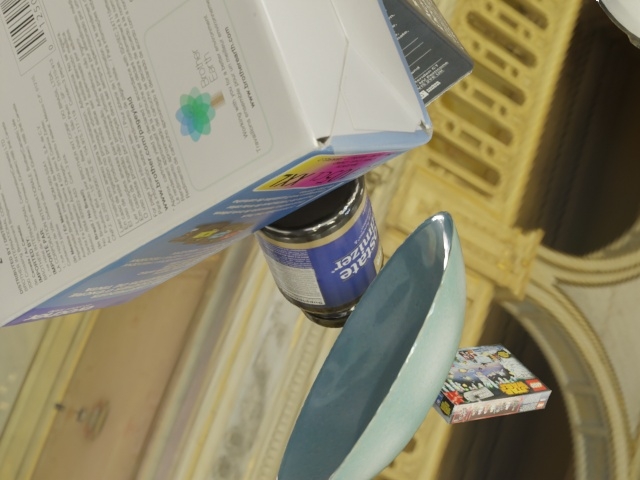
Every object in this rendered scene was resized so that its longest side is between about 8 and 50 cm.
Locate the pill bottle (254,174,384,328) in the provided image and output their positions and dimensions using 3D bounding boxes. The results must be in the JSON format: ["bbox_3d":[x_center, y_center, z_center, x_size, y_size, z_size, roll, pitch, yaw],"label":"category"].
[{"bbox_3d":[0.000,0.000,1.146,0.122,0.219,0.123,-6,-123,9],"label":"pill bottle"}]

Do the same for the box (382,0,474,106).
[{"bbox_3d":[-0.034,-0.315,1.329,0.212,0.395,0.294,-37,-117,19],"label":"box"}]

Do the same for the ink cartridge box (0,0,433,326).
[{"bbox_3d":[-0.150,-0.110,0.808,0.395,0.151,0.270,-26,-101,33],"label":"ink cartridge box"}]

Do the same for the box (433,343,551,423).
[{"bbox_3d":[0.169,0.153,1.200,0.094,0.137,0.027,46,-51,45],"label":"box"}]

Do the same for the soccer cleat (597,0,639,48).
[{"bbox_3d":[0.297,-0.186,0.637,0.109,0.318,0.116,64,-33,18],"label":"soccer cleat"}]

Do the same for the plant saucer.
[{"bbox_3d":[0.037,0.076,0.628,0.195,0.037,0.195,-58,-172,13],"label":"plant saucer"}]
